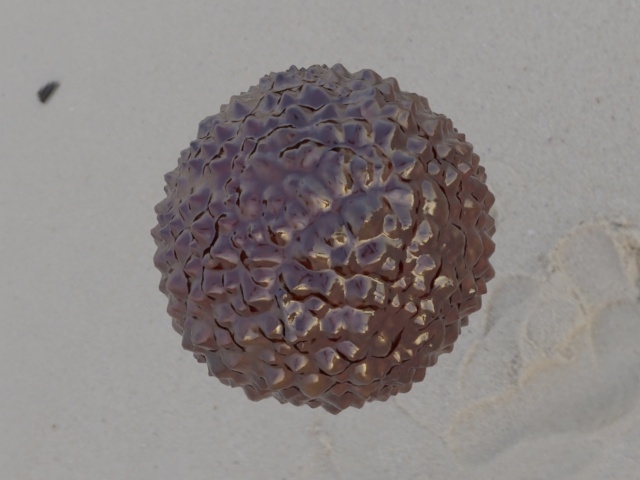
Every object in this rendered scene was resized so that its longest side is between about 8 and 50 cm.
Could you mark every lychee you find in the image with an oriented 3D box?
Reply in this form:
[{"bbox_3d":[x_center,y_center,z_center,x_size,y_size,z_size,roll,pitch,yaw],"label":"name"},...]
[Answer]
[{"bbox_3d":[0.000,0.000,0.688,0.264,0.264,0.300,-63,12,-7],"label":"lychee"}]
